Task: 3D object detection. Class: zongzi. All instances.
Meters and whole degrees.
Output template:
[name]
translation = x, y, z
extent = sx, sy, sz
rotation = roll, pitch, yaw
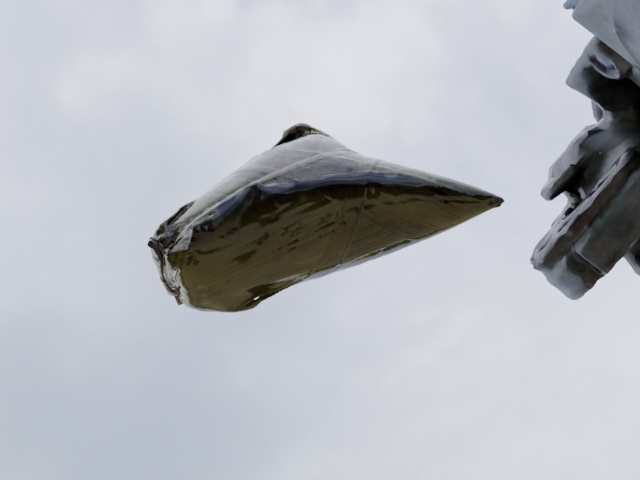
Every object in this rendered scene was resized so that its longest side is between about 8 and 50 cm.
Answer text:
[zongzi]
translation = -0.002, 0.000, 1.088
extent = 0.205, 0.204, 0.094
rotation = -36, -51, -42

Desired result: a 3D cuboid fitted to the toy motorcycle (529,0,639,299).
[toy motorcycle]
translation = 0.155, -0.086, 0.372
extent = 0.125, 0.358, 0.213
rotation = 41, -102, 2
